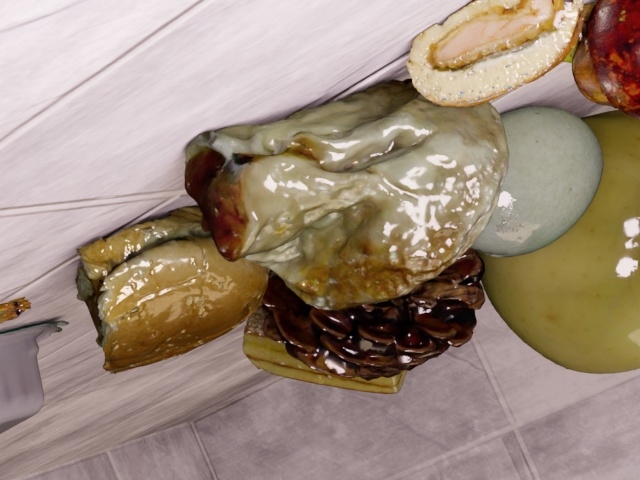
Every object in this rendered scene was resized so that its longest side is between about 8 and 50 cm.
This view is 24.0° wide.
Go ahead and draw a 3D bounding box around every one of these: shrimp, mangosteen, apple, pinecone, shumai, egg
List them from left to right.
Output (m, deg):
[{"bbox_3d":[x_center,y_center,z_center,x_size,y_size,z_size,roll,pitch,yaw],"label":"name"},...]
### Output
[{"bbox_3d":[-0.356,0.082,1.697,0.114,0.023,0.083,-22,176,27],"label":"shrimp"},{"bbox_3d":[0.023,-0.069,1.369,0.272,0.222,0.204,-46,135,1],"label":"shumai"},{"bbox_3d":[0.068,0.057,1.946,0.298,0.242,0.296,-16,169,-44],"label":"pinecone"},{"bbox_3d":[0.248,-0.073,1.863,0.236,0.169,0.169,-37,179,-28],"label":"egg"},{"bbox_3d":[0.372,-0.008,2.069,0.320,0.311,0.360,-33,-154,-35],"label":"apple"},{"bbox_3d":[0.311,-0.179,1.481,0.156,0.145,0.181,-19,171,-46],"label":"mangosteen"}]

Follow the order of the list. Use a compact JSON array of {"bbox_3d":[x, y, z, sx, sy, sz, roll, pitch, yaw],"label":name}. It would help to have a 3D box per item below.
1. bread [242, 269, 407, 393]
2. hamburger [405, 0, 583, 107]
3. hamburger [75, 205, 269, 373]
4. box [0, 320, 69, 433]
[{"bbox_3d":[0.023,0.122,2.165,0.184,0.234,0.110,-67,165,-45],"label":"bread"},{"bbox_3d":[0.174,-0.174,1.338,0.176,0.087,0.102,-32,167,30],"label":"hamburger"},{"bbox_3d":[-0.163,0.053,1.681,0.211,0.132,0.309,-20,169,-12],"label":"hamburger"},{"bbox_3d":[-0.483,0.211,1.872,0.264,0.106,0.337,-29,170,33],"label":"box"}]
